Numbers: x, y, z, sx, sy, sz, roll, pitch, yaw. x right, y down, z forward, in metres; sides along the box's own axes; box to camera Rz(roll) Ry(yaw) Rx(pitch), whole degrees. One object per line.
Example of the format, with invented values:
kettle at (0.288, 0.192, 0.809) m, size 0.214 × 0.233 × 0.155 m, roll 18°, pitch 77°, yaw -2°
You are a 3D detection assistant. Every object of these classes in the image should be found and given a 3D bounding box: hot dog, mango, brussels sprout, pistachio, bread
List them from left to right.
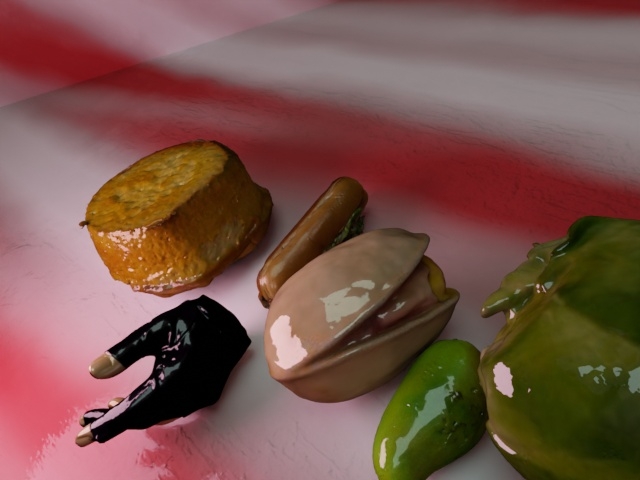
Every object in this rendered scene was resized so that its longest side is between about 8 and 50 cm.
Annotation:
bread at (-0.308, -0.059, 1.060) m, size 0.397 × 0.215 × 0.398 m, roll -13°, pitch 39°, yaw 11°
hot dog at (0.000, 0.000, 0.943) m, size 0.100 × 0.135 × 0.337 m, roll 31°, pitch 62°, yaw 16°
pistachio at (0.057, 0.115, 0.726) m, size 0.308 × 0.230 × 0.230 m, roll -30°, pitch 44°, yaw -6°
mango at (0.158, 0.242, 0.655) m, size 0.125 × 0.111 × 0.233 m, roll 15°, pitch 55°, yaw 38°
brussels sprout at (0.374, 0.144, 0.562) m, size 0.314 × 0.276 × 0.371 m, roll -1°, pitch 39°, yaw 39°

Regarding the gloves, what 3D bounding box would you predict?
gloves at (-0.260, 0.217, 0.780) m, size 0.301 × 0.197 × 0.152 m, roll -35°, pitch 35°, yaw -15°
